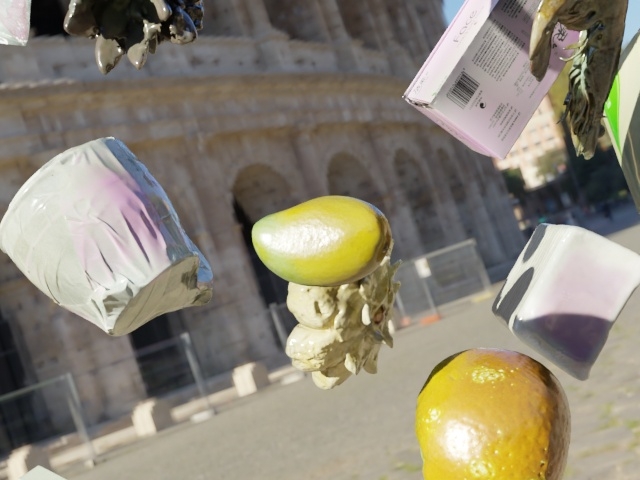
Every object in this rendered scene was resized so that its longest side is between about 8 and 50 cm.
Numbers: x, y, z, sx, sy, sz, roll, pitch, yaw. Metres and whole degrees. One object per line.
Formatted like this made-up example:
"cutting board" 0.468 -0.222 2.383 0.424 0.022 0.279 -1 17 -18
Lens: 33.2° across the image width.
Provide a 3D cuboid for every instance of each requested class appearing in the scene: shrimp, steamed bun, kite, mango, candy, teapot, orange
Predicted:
"shrimp" 0.318 -0.216 1.358 0.169 0.296 0.058 -23 40 -27
"steamed bun" 0.057 0.083 1.719 0.137 0.292 0.295 5 29 26
"kite" -0.576 -0.534 1.946 0.204 0.360 0.022 25 20 17
"mango" 0.000 0.000 1.488 0.195 0.130 0.092 7 -4 12
"candy" 0.388 0.085 1.721 0.208 0.145 0.359 -62 -2 4
"teapot" -0.211 0.015 1.103 0.163 0.178 0.221 -41 -11 -10
"orange" 0.199 0.208 1.246 0.179 0.158 0.237 11 20 9

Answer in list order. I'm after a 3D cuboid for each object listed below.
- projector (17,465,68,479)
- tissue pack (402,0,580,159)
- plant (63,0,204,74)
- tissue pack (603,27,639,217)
"projector" -0.378 0.513 1.776 0.259 0.257 0.079 10 32 45
"tissue pack" 0.250 -0.252 1.486 0.246 0.148 0.092 -57 24 -1
"plant" -0.264 -0.370 1.565 0.182 0.194 0.320 -13 24 4
"tissue pack" 0.622 -0.197 1.690 0.205 0.405 0.331 13 -46 -20
